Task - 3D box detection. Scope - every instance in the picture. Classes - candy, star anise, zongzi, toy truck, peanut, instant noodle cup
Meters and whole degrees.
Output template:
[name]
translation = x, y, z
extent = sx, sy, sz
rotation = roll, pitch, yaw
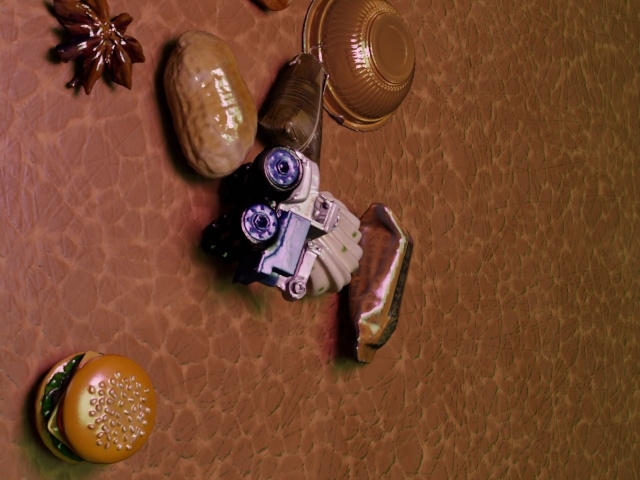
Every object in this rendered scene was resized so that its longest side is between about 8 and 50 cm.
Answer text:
[candy]
translation = 0.096, 0.082, 1.905
extent = 0.143, 0.101, 0.271
rotation = 41, 57, -67
[star anise]
translation = -0.311, -0.286, 1.568
extent = 0.168, 0.057, 0.168
rotation = 4, 85, -45
[zongzi]
translation = -0.018, -0.201, 1.849
extent = 0.184, 0.084, 0.187
rotation = 57, 45, -43
[toy truck]
translation = -0.061, -0.029, 1.687
extent = 0.177, 0.161, 0.213
rotation = 26, 70, -18
[peanut]
translation = -0.162, -0.206, 1.664
extent = 0.129, 0.129, 0.224
rotation = -19, 100, -44
[instant noodle cup]
translation = 0.094, -0.329, 1.957
extent = 0.274, 0.090, 0.274
rotation = 5, 83, -46

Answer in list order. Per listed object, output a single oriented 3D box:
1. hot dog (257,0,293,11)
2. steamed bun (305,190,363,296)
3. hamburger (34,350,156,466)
[hot dog]
translation = -0.145, -0.463, 1.737
extent = 0.286, 0.087, 0.061
rotation = 39, 55, -39
[steamed bun]
translation = 0.000, 0.000, 1.820
extent = 0.183, 0.106, 0.183
rotation = 3, 85, -46
[hamburger]
translation = -0.300, 0.225, 1.488
extent = 0.162, 0.115, 0.162
rotation = 3, 85, -44
